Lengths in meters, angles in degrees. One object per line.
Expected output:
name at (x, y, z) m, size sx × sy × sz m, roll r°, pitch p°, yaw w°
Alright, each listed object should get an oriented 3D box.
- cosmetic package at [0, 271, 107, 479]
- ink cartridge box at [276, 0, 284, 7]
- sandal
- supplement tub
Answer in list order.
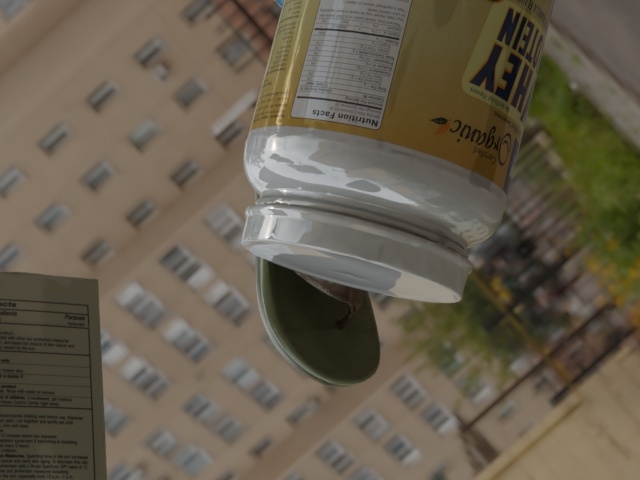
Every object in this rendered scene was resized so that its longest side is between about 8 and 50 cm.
cosmetic package at (-0.286, 0.188, 1.496) m, size 0.153 × 0.129 × 0.296 m, roll 6°, pitch -113°, yaw -24°
ink cartridge box at (0.026, -0.381, 1.721) m, size 0.168 × 0.232 × 0.171 m, roll 46°, pitch -150°, yaw -19°
sandal at (-0.001, -0.001, 1.557) m, size 0.086 × 0.120 × 0.303 m, roll 4°, pitch 107°, yaw 56°
supplement tub at (0.064, -0.122, 1.371) m, size 0.228 × 0.316 × 0.228 m, roll 14°, pitch 172°, yaw 2°
